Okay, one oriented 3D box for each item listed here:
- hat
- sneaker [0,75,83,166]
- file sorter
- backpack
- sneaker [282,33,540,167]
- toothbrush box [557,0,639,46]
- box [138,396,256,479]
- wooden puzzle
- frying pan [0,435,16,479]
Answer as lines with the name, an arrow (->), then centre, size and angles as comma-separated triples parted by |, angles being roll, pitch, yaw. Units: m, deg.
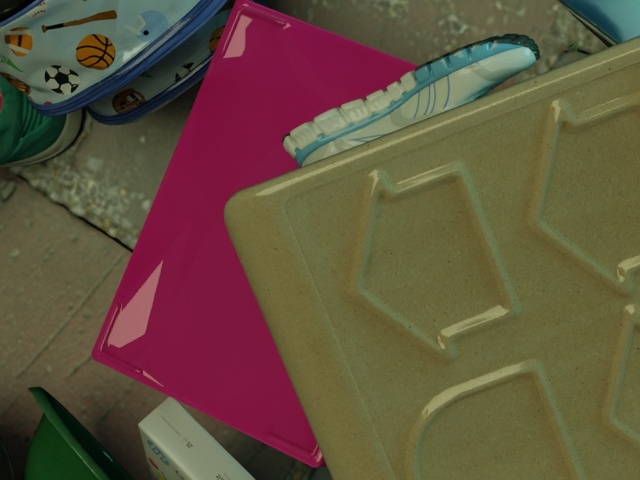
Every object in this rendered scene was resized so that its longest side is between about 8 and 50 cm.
hat -> -0.229, 0.245, 1.482 | 0.183, 0.208, 0.173 | -41, 46, -5
sneaker -> -0.369, -0.089, 1.578 | 0.295, 0.178, 0.124 | -15, 80, 19
file sorter -> 0.000, 0.000, 1.428 | 0.202, 0.182, 0.291 | 23, 92, 22
backpack -> -0.170, -0.212, 1.465 | 0.276, 0.263, 0.213 | -40, 112, 15
sneaker -> 0.073, -0.076, 1.282 | 0.190, 0.071, 0.083 | -27, 86, 21
toothbrush box -> 0.316, -0.238, 1.313 | 0.126, 0.216, 0.295 | 42, 100, 19
box -> -0.073, 0.212, 1.438 | 0.038, 0.186, 0.145 | -40, 71, -19
wooden puzzle -> 0.149, 0.053, 1.255 | 0.347, 0.080, 0.322 | -20, 104, 10
frying pan -> -0.285, 0.277, 1.514 | 0.197, 0.053, 0.326 | 15, 111, 58
